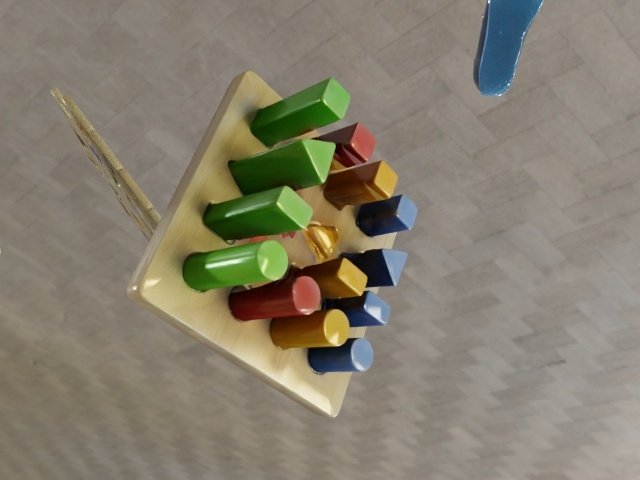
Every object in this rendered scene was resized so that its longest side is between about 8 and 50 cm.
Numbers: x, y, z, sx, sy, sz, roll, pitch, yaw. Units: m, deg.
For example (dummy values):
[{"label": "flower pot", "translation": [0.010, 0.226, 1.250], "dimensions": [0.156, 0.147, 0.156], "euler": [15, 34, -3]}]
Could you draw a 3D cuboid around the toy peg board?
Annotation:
[{"label": "toy peg board", "translation": [0.000, 0.000, 0.426], "dimensions": [0.079, 0.161, 0.161], "euler": [-11, 139, 46]}]

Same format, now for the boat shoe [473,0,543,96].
[{"label": "boat shoe", "translation": [0.305, -0.379, 1.218], "dimensions": [0.109, 0.089, 0.258], "euler": [14, 116, -10]}]

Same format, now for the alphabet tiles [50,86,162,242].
[{"label": "alphabet tiles", "translation": [-0.216, -0.025, 0.885], "dimensions": [0.342, 0.011, 0.285], "euler": [50, 165, 15]}]
